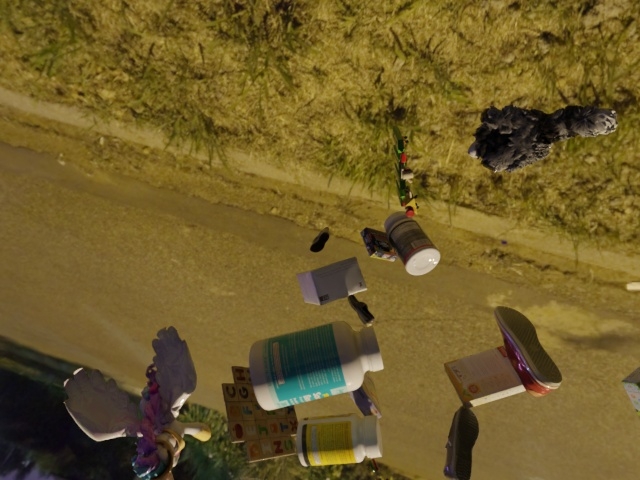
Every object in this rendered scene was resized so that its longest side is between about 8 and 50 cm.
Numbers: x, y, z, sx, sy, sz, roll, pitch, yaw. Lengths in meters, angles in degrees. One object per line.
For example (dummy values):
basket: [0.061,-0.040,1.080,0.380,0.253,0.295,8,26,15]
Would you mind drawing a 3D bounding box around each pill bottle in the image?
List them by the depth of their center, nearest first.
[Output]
pill bottle: [-0.006,0.256,0.886,0.263,0.146,0.146,-14,141,2]
pill bottle: [0.051,0.520,1.101,0.208,0.119,0.119,-10,140,11]
pill bottle: [0.400,0.005,1.884,0.161,0.283,0.161,-10,132,-12]

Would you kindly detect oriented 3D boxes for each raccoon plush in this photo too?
raccoon plush: [0.722,-0.329,1.423,0.446,0.299,0.216,12,104,31]

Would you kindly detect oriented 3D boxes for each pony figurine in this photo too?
pony figurine: [-0.421,0.435,1.087,0.351,0.302,0.363,61,170,8]

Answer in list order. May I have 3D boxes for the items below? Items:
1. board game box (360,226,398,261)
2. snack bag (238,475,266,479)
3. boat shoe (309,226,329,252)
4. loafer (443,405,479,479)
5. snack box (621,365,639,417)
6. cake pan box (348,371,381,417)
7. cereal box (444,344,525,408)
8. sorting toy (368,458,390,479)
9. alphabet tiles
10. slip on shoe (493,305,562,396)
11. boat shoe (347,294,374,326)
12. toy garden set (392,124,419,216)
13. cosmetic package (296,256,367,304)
board game box: [0.278,0.019,1.967,0.170,0.141,0.048,12,138,-41]
snack bag: [-0.056,0.751,0.990,0.342,0.323,0.037,-2,164,16]
boat shoe: [-0.001,-0.001,1.927,0.056,0.048,0.153,21,135,-12]
loafer: [0.444,0.657,1.365,0.094,0.251,0.087,37,139,-6]
snack box: [0.707,0.303,0.874,0.100,0.141,0.037,63,162,2]
cake pan box: [0.148,0.573,1.747,0.070,0.246,0.267,-31,103,5]
cereal box: [0.576,0.469,1.460,0.240,0.173,0.047,-16,122,0]
sorting toy: [0.261,0.959,1.581,0.046,0.275,0.132,-25,150,-3]
alphabet tiles: [-0.183,0.553,1.365,0.011,0.285,0.342,-31,148,21]
slip on shoe: [0.615,0.329,1.296,0.122,0.331,0.101,10,124,-11]
boat shoe: [0.161,0.263,1.629,0.056,0.152,0.049,16,121,-50]
toy garden set: [0.275,-0.215,1.343,0.049,0.204,0.244,-8,128,5]
cosmetic package: [0.036,0.183,1.887,0.217,0.156,0.385,-17,176,-15]
